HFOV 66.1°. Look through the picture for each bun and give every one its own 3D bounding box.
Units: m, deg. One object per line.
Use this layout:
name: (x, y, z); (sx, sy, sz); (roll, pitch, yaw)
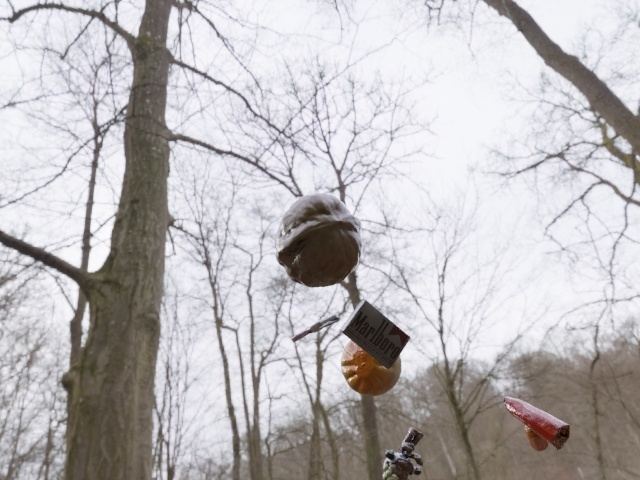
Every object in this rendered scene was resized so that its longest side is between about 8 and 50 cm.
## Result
bun: (0.225, 0.577, 2.294); (0.298, 0.299, 0.165); (-25, -24, 18)

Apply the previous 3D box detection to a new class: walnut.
walnut: (-0.002, 0.000, 1.300); (0.248, 0.248, 0.248); (-9, -34, -6)

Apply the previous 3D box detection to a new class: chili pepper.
chili pepper: (0.527, 0.439, 1.225); (0.065, 0.169, 0.088); (-51, -51, -9)

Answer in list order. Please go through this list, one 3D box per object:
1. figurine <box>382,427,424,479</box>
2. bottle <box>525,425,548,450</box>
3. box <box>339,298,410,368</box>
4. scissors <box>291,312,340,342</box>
figurine: (0.273, 0.710, 1.596); (0.147, 0.093, 0.197); (35, -93, -14)
bottle: (0.772, 0.685, 1.767); (0.069, 0.069, 0.187); (-20, -52, 11)
box: (0.155, 0.262, 1.386); (0.177, 0.115, 0.036); (39, -13, -8)
scissors: (-0.007, 0.291, 1.673); (0.118, 0.031, 0.242); (-26, -7, -41)
